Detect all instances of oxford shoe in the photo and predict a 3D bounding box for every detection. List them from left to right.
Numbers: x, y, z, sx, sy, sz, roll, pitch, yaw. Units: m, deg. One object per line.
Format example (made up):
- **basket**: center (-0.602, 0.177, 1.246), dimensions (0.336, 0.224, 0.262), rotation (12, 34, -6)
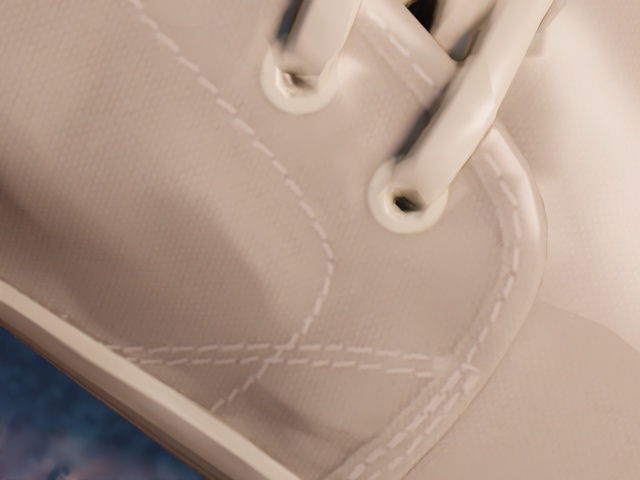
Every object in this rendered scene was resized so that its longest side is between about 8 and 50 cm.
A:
- **oxford shoe**: center (-0.010, -0.052, 0.371), dimensions (0.449, 0.130, 0.169), rotation (28, 60, -7)
